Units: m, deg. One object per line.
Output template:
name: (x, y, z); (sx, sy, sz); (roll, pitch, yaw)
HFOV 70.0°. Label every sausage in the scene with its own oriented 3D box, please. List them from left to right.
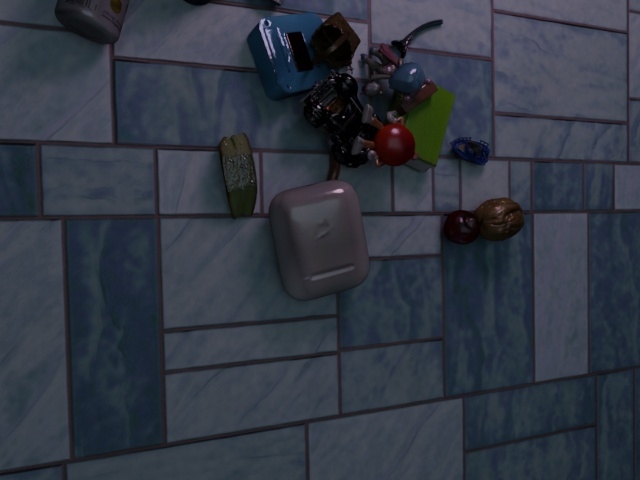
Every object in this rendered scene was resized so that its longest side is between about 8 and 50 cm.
sausage: (0.036, -0.194, 1.490); (0.041, 0.036, 0.158); (13, 86, -26)

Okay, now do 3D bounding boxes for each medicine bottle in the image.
medicine bottle: (-0.578, -0.688, 1.203); (0.156, 0.157, 0.289); (15, 86, -19)

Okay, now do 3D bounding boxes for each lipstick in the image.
lipstick: (0.311, -0.463, 1.487); (0.145, 0.045, 0.045); (-37, 95, -14)

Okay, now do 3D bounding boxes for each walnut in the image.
walnut: (0.646, -0.078, 1.644); (0.183, 0.155, 0.156); (-16, 96, -20)

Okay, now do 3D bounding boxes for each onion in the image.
onion: (0.500, -0.047, 1.609); (0.131, 0.131, 0.131); (0, 91, -19)

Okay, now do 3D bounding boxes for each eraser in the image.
eraser: (0.325, -0.400, 1.556); (0.209, 0.092, 0.275); (21, 84, -15)

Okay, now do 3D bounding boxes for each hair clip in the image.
hair clip: (0.343, -0.719, 1.584); (0.229, 0.039, 0.070); (-41, 102, -15)

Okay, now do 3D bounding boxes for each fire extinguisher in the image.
fire extinguisher: (0.075, -0.593, 1.497); (0.046, 0.032, 0.101); (-27, 94, -27)

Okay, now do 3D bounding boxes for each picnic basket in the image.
picnic basket: (0.036, -0.588, 1.387); (0.138, 0.128, 0.179); (45, 44, -20)

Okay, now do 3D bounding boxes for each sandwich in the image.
sandwich: (-0.244, -0.198, 1.366); (0.094, 0.096, 0.258); (-9, 92, -13)

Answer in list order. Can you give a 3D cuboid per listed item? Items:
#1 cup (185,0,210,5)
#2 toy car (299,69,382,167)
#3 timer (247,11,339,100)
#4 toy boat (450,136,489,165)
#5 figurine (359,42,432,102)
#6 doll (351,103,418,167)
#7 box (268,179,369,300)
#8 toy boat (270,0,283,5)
cup: (-0.329, -0.763, 1.289); (0.176, 0.155, 0.132); (-5, 93, -17)
toy car: (0.070, -0.367, 1.439); (0.193, 0.118, 0.301); (-48, 120, -14)
timer: (-0.078, -0.579, 1.438); (0.249, 0.091, 0.232); (-23, 98, -29)
toy boat: (0.542, -0.327, 1.623); (0.174, 0.110, 0.091); (13, 87, -17)
figurine: (0.212, -0.534, 1.453); (0.205, 0.103, 0.260); (-34, 61, -12)
doll: (0.213, -0.314, 1.430); (0.217, 0.085, 0.183); (15, 94, -18)
box: (0.000, 0.000, 1.411); (0.288, 0.141, 0.350); (-14, 102, -16)
toy boat: (-0.169, -0.871, 1.375); (0.141, 0.092, 0.320); (-19, 98, -16)
